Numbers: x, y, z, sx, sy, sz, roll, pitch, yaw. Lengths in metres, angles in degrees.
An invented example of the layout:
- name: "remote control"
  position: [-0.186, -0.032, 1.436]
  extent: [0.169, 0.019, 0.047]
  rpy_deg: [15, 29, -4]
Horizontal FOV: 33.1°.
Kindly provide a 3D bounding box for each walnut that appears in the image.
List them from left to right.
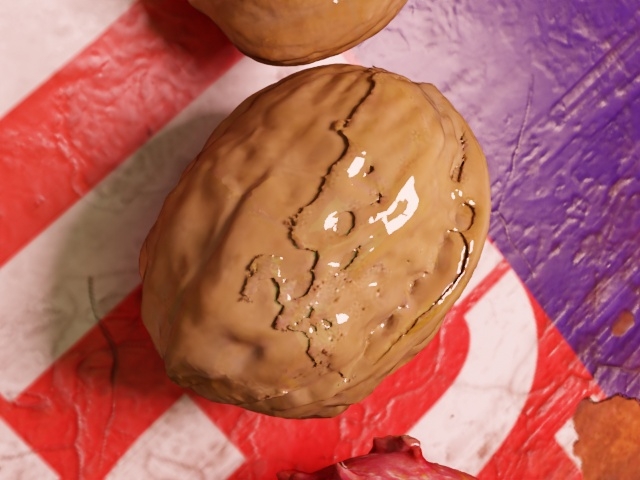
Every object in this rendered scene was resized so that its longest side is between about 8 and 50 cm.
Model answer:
- name: "walnut"
  position: [-0.010, -0.189, 0.669]
  extent: [0.166, 0.149, 0.167]
  rpy_deg: [-1, 79, 7]
- name: "walnut"
  position: [0.000, 0.000, 0.666]
  extent: [0.198, 0.198, 0.245]
  rpy_deg: [40, 83, -21]

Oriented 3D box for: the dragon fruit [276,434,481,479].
- name: "dragon fruit"
  position: [0.059, 0.235, 0.704]
  extent: [0.268, 0.205, 0.210]
  rpy_deg: [11, 84, -20]
